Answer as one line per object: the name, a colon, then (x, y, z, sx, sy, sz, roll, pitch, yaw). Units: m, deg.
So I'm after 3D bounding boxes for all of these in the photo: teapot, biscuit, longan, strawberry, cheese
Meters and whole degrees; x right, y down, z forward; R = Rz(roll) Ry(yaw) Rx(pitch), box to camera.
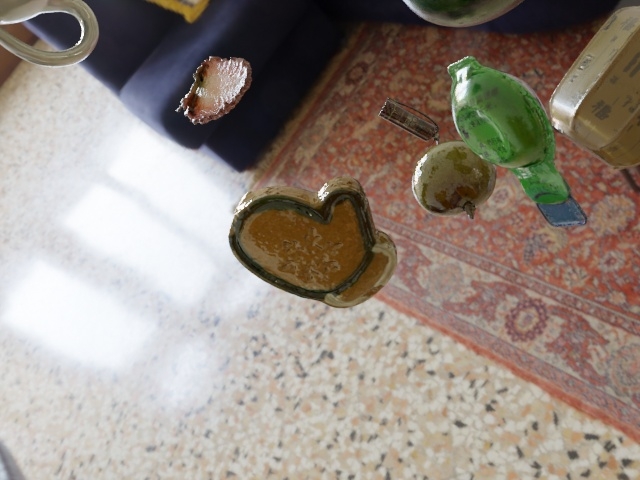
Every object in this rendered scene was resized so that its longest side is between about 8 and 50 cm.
teapot: (-0.477, -0.466, 1.093, 0.280, 0.424, 0.252, -31, 11, -27)
biscuit: (0.000, 0.001, 1.400, 0.287, 0.344, 0.057, -50, 23, 31)
longan: (0.256, -0.109, 1.365, 0.155, 0.145, 0.176, -46, 40, 39)
strawberry: (-0.218, -0.328, 1.630, 0.208, 0.087, 0.167, 20, 87, 43)
cheese: (0.306, -0.149, 1.123, 0.083, 0.320, 0.204, -42, 12, -16)

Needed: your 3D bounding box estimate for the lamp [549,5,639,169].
lamp: (0.396, -0.194, 0.926, 0.185, 0.161, 0.161, -56, 37, 17)

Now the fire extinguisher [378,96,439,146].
fire extinguisher: (0.209, -0.267, 1.638, 0.064, 0.158, 0.043, -64, 10, -6)

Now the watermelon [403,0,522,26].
watermelon: (0.237, -0.494, 1.145, 0.285, 0.285, 0.285, -25, 45, 28)
